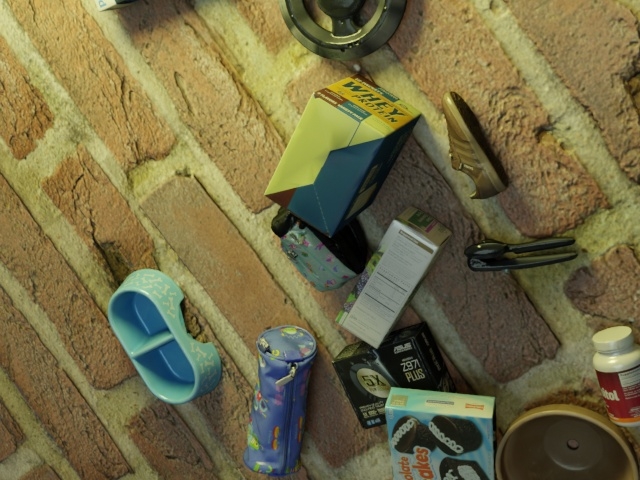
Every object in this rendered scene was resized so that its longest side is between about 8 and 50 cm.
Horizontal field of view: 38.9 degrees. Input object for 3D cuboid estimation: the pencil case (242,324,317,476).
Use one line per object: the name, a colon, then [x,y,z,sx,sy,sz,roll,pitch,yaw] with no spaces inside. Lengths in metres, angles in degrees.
pencil case: [-0.078,0.316,1.758,0.119,0.133,0.306,3,113,-13]

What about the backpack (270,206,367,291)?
backpack: [0.000,0.000,1.618,0.115,0.152,0.182,-32,106,34]

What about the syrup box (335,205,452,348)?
syrup box: [0.129,0.064,1.601,0.096,0.093,0.237,32,117,10]

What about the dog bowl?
dog bowl: [-0.326,0.204,1.856,0.166,0.074,0.297,-27,95,29]

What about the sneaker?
sneaker: [0.236,-0.152,1.495,0.071,0.066,0.188,-27,95,29]

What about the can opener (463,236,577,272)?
can opener: [0.336,0.025,1.521,0.186,0.073,0.059,-2,99,14]

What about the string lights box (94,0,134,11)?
string lights box: [-0.297,-0.510,1.591,0.259,0.077,0.133,-15,103,27]

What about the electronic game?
electronic game: [0.034,-0.414,1.500,0.229,0.048,0.229,7,110,20]

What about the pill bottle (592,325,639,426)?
pill bottle: [0.503,0.224,1.501,0.086,0.086,0.152,-14,101,27]

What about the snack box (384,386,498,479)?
snack box: [0.225,0.410,1.645,0.187,0.060,0.322,2,125,17]

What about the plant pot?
plant pot: [0.431,0.378,1.572,0.237,0.110,0.237,7,110,20]

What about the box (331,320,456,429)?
box: [0.136,0.250,1.671,0.180,0.077,0.147,-20,99,28]

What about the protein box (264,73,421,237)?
protein box: [0.040,-0.145,1.504,0.136,0.201,0.200,33,117,10]
